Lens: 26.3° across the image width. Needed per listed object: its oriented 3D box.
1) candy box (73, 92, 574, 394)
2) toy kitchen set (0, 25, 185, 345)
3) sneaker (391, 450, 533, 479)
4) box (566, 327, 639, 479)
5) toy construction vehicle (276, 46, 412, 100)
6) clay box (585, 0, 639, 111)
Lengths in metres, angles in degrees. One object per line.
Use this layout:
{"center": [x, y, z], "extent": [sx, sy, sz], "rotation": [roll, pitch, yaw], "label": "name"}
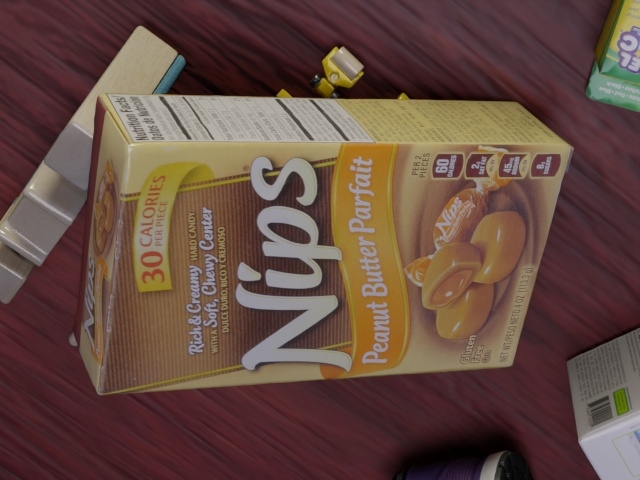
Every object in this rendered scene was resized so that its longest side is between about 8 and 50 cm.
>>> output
{"center": [0.000, 0.000, 0.937], "extent": [0.316, 0.087, 0.183], "rotation": [-2, 118, -24], "label": "candy box"}
{"center": [-0.133, -0.018, 1.017], "extent": [0.166, 0.122, 0.207], "rotation": [35, 134, -11], "label": "toy kitchen set"}
{"center": [0.138, 0.300, 1.145], "extent": [0.124, 0.107, 0.283], "rotation": [-9, 111, 26], "label": "sneaker"}
{"center": [0.282, 0.176, 1.046], "extent": [0.103, 0.114, 0.203], "rotation": [-27, 111, 17], "label": "box"}
{"center": [0.010, -0.088, 0.997], "extent": [0.086, 0.035, 0.098], "rotation": [40, 111, -1], "label": "toy construction vehicle"}
{"center": [0.270, -0.175, 0.913], "extent": [0.127, 0.053, 0.222], "rotation": [14, 115, 0], "label": "clay box"}
